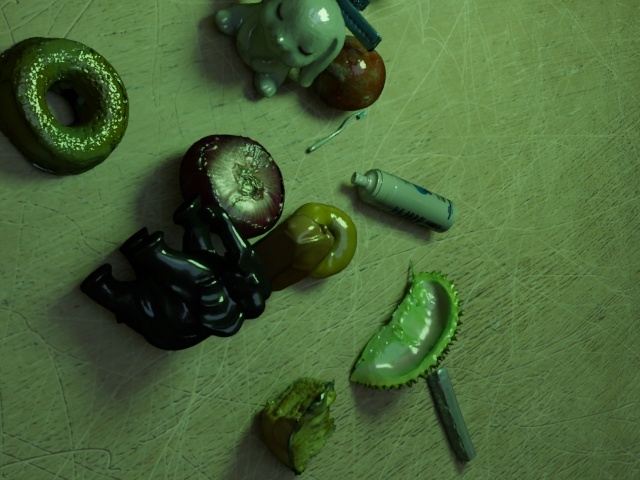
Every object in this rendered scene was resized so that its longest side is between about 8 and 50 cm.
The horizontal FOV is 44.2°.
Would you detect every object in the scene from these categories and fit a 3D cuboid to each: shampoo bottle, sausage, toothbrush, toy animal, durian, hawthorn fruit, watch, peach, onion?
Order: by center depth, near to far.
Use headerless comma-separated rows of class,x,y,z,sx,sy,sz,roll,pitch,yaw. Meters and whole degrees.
onion,-0.186,-0.111,1.639,0.248,0.161,0.247,2,87,-44
sausage,-0.073,0.032,1.662,0.136,0.241,0.120,-13,72,-48
toy animal,-0.065,-0.458,1.684,0.206,0.265,0.271,-42,108,-31
watch,0.017,-0.571,1.780,0.274,0.068,0.276,40,23,-26
peach,0.000,0.000,1.790,0.179,0.103,0.179,1,89,-33
hawthorn fruit,0.071,-0.384,1.831,0.173,0.173,0.172,3,85,-34
toothbrush,0.040,-0.264,1.890,0.204,0.017,0.022,-38,88,-31
durian,0.230,0.222,1.904,0.170,0.157,0.355,36,67,-9
shampoo bottle,0.198,-0.105,1.941,0.303,0.092,0.092,21,75,-31

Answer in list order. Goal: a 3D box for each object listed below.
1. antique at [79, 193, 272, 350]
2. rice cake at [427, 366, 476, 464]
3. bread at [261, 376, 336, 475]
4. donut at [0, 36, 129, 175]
antique,-0.258,0.082,1.523,0.255,0.322,0.185,52,21,-16
rice cake,0.339,0.446,2.020,0.055,0.049,0.269,-28,101,-47
bread,-0.055,0.381,1.706,0.174,0.133,0.251,-45,155,-25
donut,-0.480,-0.258,1.483,0.272,0.107,0.271,1,88,-35
